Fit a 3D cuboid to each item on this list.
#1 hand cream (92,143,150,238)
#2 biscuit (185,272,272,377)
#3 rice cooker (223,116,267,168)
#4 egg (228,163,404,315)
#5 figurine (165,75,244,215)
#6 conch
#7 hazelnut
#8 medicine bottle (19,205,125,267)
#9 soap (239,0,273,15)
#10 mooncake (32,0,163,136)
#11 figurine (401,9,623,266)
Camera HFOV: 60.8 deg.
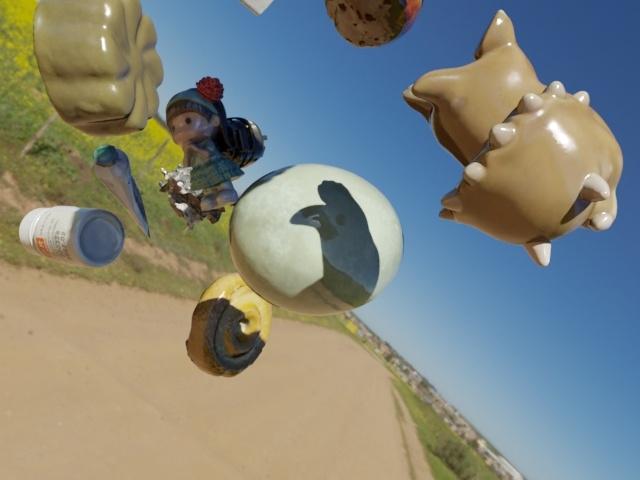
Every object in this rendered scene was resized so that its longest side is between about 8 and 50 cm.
[{"bbox_3d":[-0.458,-0.119,1.296,0.336,0.076,0.121,97,-22,-68],"label":"hand cream"},{"bbox_3d":[-0.235,0.236,1.505,0.102,0.296,0.296,12,-20,31],"label":"biscuit"},{"bbox_3d":[-0.197,-0.204,1.176,0.106,0.165,0.112,-23,104,-59],"label":"rice cooker"},{"bbox_3d":[0.000,0.000,0.927,0.258,0.258,0.352,42,19,26],"label":"egg"},{"bbox_3d":[-0.214,-0.179,1.056,0.110,0.138,0.245,-23,96,-68],"label":"figurine"},{"bbox_3d":[-0.453,-0.146,1.927,0.313,0.186,0.240,10,-66,31],"label":"conch"},{"bbox_3d":[0.123,-0.517,1.129,0.218,0.218,0.234,42,-19,26],"label":"hazelnut"},{"bbox_3d":[-0.605,-0.014,1.320,0.252,0.144,0.144,9,-24,33],"label":"medicine bottle"},{"bbox_3d":[-0.227,-0.773,1.478,0.289,0.173,0.095,29,32,-40],"label":"soap"},{"bbox_3d":[-0.555,-0.463,1.431,0.378,0.201,0.378,-4,90,-82],"label":"mooncake"},{"bbox_3d":[0.184,-0.096,0.554,0.173,0.177,0.247,-31,86,-47],"label":"figurine"}]
